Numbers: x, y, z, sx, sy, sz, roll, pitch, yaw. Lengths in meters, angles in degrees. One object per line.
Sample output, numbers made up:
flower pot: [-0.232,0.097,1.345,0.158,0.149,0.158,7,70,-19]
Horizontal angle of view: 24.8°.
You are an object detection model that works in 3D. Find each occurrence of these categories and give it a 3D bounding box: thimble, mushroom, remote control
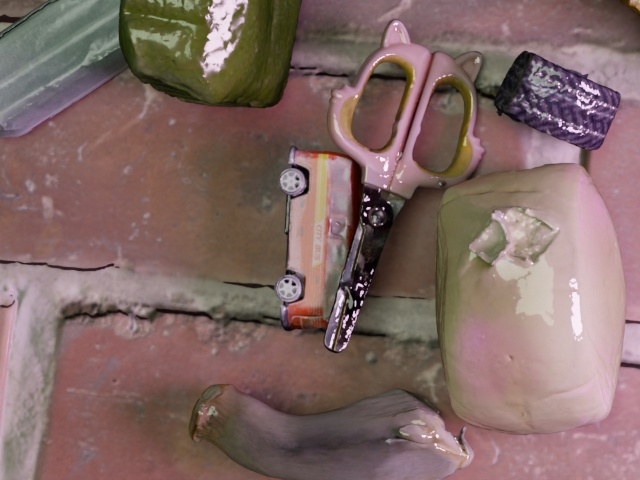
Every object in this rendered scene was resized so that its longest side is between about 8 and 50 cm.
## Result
thimble: [0.215,-0.127,1.328,0.104,0.095,0.066,20,102,-18]
mushroom: [0.006,0.183,1.356,0.278,0.099,0.096,0,79,20]
remote control: [-0.269,-0.197,1.498,0.247,0.052,0.104,-33,78,8]

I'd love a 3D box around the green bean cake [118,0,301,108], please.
green bean cake: [-0.098,-0.245,1.363,0.125,0.222,0.248,6,88,14]

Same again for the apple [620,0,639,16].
apple: [0.293,-0.271,1.290,0.158,0.156,0.147,31,92,-11]

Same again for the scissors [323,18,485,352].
scissors: [0.062,-0.046,1.352,0.160,0.024,0.317,20,79,-12]

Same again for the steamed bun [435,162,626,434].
steamed bun: [0.179,0.050,1.285,0.170,0.152,0.238,-5,80,17]

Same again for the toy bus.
toy bus: [0.000,0.000,1.386,0.077,0.079,0.174,1,85,7]
